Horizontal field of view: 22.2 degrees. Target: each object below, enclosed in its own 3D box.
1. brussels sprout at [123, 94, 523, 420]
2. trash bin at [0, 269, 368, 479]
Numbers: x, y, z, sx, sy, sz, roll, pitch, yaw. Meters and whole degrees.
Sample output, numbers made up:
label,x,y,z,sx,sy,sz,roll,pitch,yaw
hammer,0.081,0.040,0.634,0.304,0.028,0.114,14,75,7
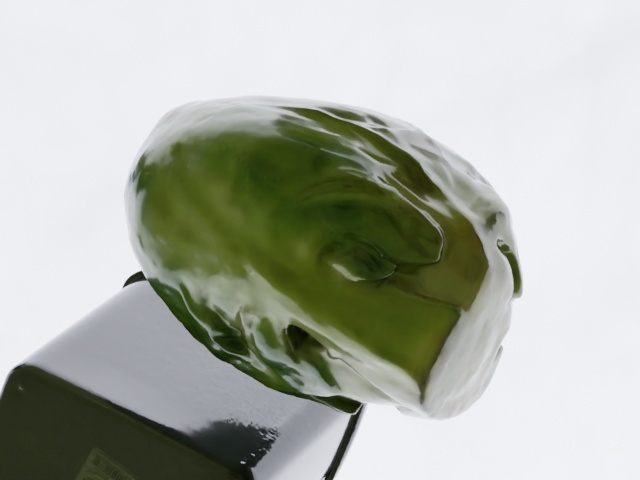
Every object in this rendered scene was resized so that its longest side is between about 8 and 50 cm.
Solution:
label,x,y,z,sx,sy,sz,roll,pitch,yaw
brussels sprout,0.000,0.000,0.851,0.223,0.223,0.161,25,-101,0
trash bin,-0.076,0.102,0.984,0.176,0.236,0.101,27,-70,10
